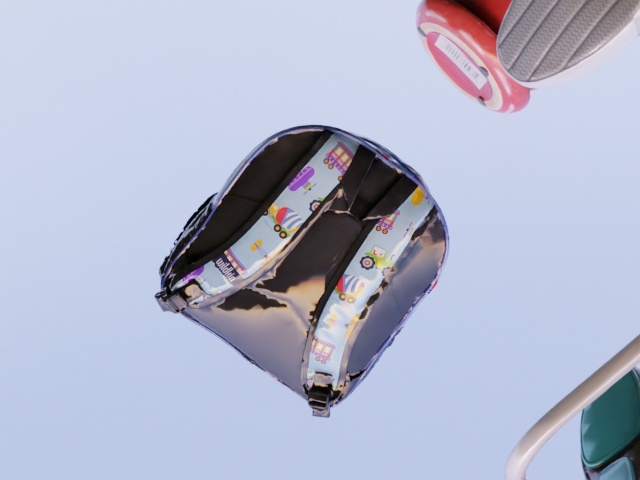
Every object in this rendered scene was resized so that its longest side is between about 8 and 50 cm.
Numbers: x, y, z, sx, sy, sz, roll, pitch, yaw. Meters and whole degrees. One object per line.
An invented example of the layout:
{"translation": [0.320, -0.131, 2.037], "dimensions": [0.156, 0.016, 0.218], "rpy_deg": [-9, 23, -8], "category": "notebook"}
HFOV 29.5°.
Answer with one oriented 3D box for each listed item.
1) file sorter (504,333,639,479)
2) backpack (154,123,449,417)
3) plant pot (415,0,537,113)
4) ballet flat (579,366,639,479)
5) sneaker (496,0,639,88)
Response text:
{"translation": [0.221, 0.133, 0.398], "dimensions": [0.193, 0.173, 0.277], "rpy_deg": [-41, -126, 6], "category": "file sorter"}
{"translation": [0.000, 0.000, 0.795], "dimensions": [0.158, 0.173, 0.117], "rpy_deg": [35, -154, -3], "category": "backpack"}
{"translation": [0.216, -0.253, 1.388], "dimensions": [0.174, 0.191, 0.191], "rpy_deg": [-44, -129, -7], "category": "plant pot"}
{"translation": [0.252, 0.188, 0.969], "dimensions": [0.077, 0.079, 0.221], "rpy_deg": [-41, -164, 27], "category": "ballet flat"}
{"translation": [0.240, -0.199, 0.865], "dimensions": [0.258, 0.091, 0.094], "rpy_deg": [-42, -118, 27], "category": "sneaker"}
